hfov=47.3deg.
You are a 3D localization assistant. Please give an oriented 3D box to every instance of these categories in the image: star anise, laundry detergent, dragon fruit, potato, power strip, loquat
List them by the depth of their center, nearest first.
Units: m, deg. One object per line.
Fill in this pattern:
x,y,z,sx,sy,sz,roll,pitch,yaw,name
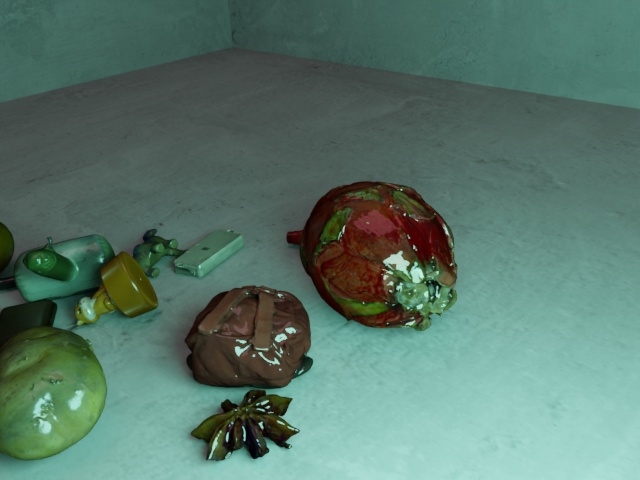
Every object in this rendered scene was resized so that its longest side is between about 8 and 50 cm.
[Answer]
-0.114,0.275,1.102,0.167,0.057,0.168,-2,26,1,star anise
-0.439,0.231,1.155,0.191,0.141,0.296,-31,34,-15,potato
0.104,0.025,1.350,0.277,0.278,0.342,-8,21,-8,dragon fruit
-0.768,0.024,1.629,0.152,0.152,0.195,-4,15,1,loquat
-0.252,0.028,1.661,0.081,0.035,0.192,10,29,26,power strip
0.000,0.000,1.667,0.165,0.049,0.097,1,30,17,laundry detergent

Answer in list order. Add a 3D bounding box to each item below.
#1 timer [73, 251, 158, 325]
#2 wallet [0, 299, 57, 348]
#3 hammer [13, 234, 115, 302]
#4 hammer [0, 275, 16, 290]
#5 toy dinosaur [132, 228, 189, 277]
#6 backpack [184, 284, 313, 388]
-0.419,0.114,1.444,0.152,0.132,0.132,-31,29,-2,timer
-0.571,0.179,1.402,0.110,0.031,0.198,-9,27,-9,wallet
-0.517,0.045,1.424,0.206,0.119,0.335,-15,-5,-9,hammer
-0.627,0.081,1.614,0.287,0.033,0.111,-13,28,-16,hammer
-0.413,0.034,1.670,0.188,0.075,0.247,3,30,36,toy dinosaur
-0.118,0.156,1.251,0.229,0.139,0.229,-4,28,2,backpack
